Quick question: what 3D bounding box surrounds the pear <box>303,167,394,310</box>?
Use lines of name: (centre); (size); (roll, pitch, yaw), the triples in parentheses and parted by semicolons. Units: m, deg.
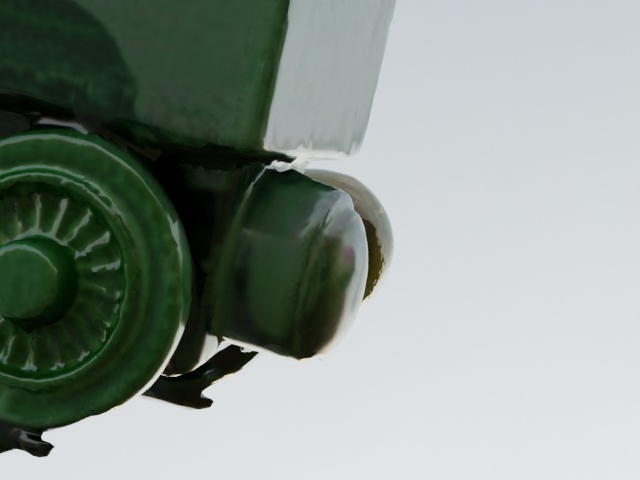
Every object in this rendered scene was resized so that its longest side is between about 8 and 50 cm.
pear: (0.000, 0.000, 1.461); (0.141, 0.141, 0.104); (23, -26, -32)

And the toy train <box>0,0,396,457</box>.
toy train: (-0.104, -0.053, 0.549); (0.266, 0.145, 0.202); (14, -85, 15)
